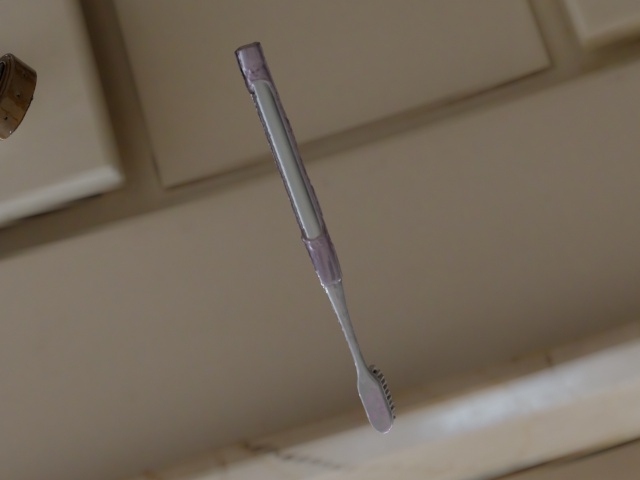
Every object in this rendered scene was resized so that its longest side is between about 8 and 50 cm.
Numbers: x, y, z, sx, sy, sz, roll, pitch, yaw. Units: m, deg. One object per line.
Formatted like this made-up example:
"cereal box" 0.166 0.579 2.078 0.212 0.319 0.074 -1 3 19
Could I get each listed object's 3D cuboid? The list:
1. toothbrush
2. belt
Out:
"toothbrush" 0.000 0.000 1.530 0.024 0.354 0.029 -15 -167 21
"belt" -0.299 -0.135 1.705 0.059 0.083 0.036 -19 137 40
